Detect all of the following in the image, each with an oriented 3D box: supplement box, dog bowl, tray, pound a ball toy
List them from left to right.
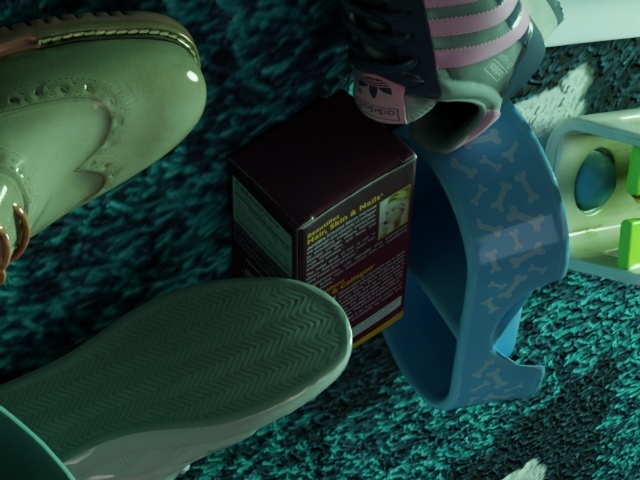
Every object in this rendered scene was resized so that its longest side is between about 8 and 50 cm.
[{"bbox_3d":[0.000,0.000,1.276,0.104,0.081,0.188,-32,149,-23],"label":"supplement box"},{"bbox_3d":[0.102,0.015,1.361,0.074,0.166,0.297,-20,145,-18],"label":"dog bowl"},{"bbox_3d":[0.236,-0.203,1.355,0.270,0.030,0.145,-12,152,-46],"label":"tray"},{"bbox_3d":[0.325,-0.094,1.573,0.319,0.135,0.208,-12,112,-46],"label":"pound a ball toy"}]

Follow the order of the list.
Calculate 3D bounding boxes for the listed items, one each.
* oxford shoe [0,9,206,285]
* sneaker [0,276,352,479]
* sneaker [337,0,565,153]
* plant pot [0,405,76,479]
[{"bbox_3d":[-0.204,0.010,0.945,0.397,0.146,0.140,-32,148,-25],"label":"oxford shoe"},{"bbox_3d":[-0.112,0.129,1.247,0.292,0.108,0.169,-20,151,-2],"label":"sneaker"},{"bbox_3d":[0.056,-0.139,1.120,0.131,0.112,0.319,-60,150,1],"label":"sneaker"},{"bbox_3d":[-0.289,0.243,1.016,0.293,0.293,0.235,-9,148,-48],"label":"plant pot"}]
